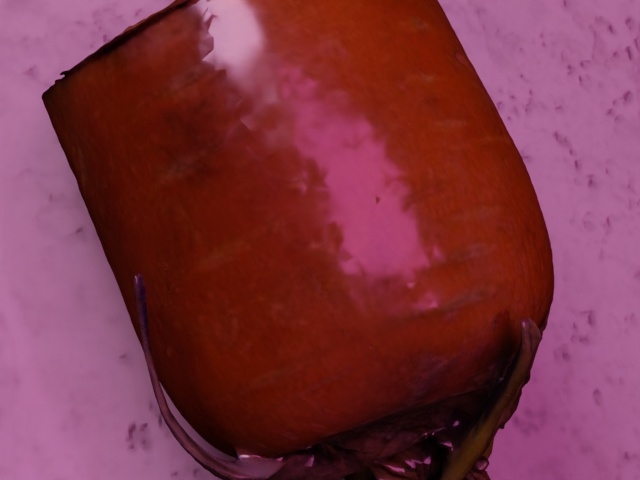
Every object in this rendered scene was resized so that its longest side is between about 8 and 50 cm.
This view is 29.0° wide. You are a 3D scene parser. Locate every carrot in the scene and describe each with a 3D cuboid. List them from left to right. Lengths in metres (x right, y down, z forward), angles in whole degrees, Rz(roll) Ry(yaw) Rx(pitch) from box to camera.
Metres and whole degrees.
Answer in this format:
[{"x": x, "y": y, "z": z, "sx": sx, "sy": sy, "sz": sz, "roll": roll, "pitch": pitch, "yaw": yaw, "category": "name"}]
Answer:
[{"x": 0.000, "y": 0.000, "z": 0.560, "sx": 0.331, "sy": 0.193, "sz": 0.214, "roll": 65, "pitch": 21, "yaw": 2, "category": "carrot"}]
